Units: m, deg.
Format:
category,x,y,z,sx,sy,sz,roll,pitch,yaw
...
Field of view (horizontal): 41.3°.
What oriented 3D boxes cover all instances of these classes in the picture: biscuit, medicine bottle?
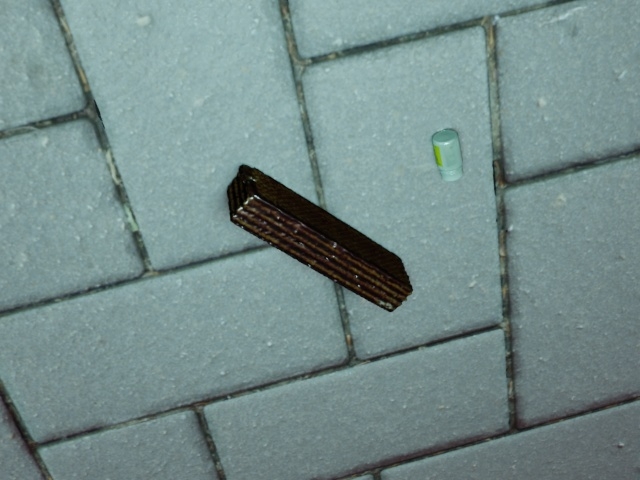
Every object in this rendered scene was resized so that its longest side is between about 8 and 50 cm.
category,x,y,z,sx,sy,sz,roll,pitch,yaw
biscuit,0.000,0.000,1.508,0.388,0.107,0.073,31,113,-28
medicine bottle,0.227,-0.150,1.502,0.047,0.047,0.083,-17,124,-2
